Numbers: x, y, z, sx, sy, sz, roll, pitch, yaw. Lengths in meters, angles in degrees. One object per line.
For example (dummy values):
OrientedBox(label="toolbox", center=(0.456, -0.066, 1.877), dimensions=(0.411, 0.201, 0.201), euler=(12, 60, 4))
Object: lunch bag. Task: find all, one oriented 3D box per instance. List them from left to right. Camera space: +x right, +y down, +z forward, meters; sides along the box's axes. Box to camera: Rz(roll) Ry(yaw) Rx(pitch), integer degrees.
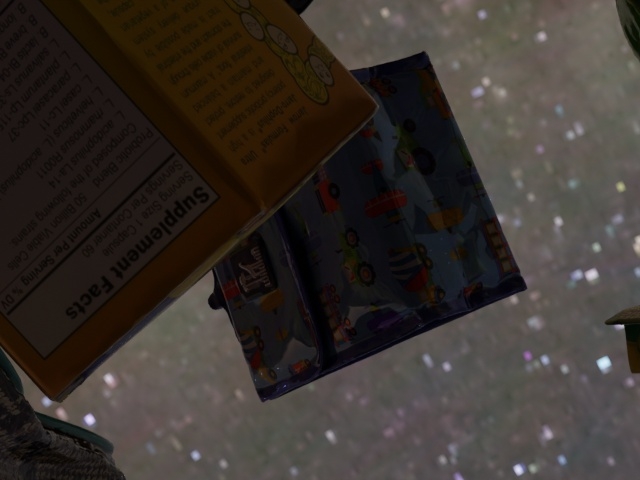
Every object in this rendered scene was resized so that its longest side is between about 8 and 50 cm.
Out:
OrientedBox(label="lunch bag", center=(0.000, 0.000, 1.585), dimensions=(0.138, 0.221, 0.293), euler=(-16, 171, -45))

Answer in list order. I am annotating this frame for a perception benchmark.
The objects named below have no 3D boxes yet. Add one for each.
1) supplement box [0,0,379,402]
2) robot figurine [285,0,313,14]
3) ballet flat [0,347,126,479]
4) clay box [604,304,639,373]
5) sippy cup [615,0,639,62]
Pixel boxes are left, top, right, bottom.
OrientedBox(label="supplement box", center=(-0.173, -0.123, 1.044), dimensions=(0.194, 0.356, 0.195), euler=(-40, -177, 30))
OrientedBox(label="robot figurine", center=(0.021, -0.313, 1.437), dimensions=(0.278, 0.173, 0.209), euler=(-50, -167, 7))
OrientedBox(label="ballet flat", center=(-0.255, 0.149, 1.188), dimensions=(0.164, 0.483, 0.182), euler=(8, -112, 18))
OrientedBox(label="clay box", center=(0.317, 0.056, 1.312), dimensions=(0.222, 0.053, 0.127), euler=(-14, -175, -44))
OrientedBox(label="sippy cup", center=(0.375, -0.192, 1.239), dimensions=(0.305, 0.240, 0.224), euler=(-42, -140, 25))
